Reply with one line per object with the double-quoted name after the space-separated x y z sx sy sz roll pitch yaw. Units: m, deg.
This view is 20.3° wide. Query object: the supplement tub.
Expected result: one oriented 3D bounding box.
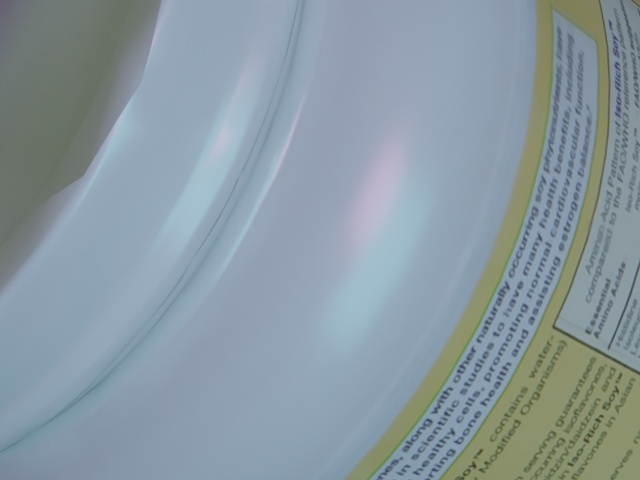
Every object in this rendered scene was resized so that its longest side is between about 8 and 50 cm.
0.000 0.000 0.523 0.331 0.241 0.241 28 90 -46 "supplement tub"
